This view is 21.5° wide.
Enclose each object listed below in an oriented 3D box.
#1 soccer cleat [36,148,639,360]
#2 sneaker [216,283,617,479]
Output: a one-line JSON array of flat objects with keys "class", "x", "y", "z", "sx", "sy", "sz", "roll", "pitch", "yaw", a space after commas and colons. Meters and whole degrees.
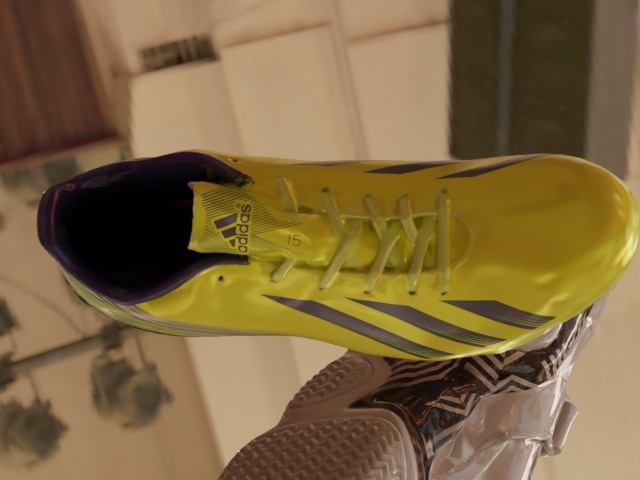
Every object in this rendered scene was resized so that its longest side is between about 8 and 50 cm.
[{"class": "soccer cleat", "x": -0.001, "y": 0.001, "z": 0.776, "sx": 0.289, "sy": 0.121, "sz": 0.093, "roll": -2, "pitch": -108, "yaw": 27}, {"class": "sneaker", "x": 0.087, "y": 0.156, "z": 1.067, "sx": 0.137, "sy": 0.210, "sz": 0.366, "roll": 1, "pitch": -149, "yaw": 43}]
